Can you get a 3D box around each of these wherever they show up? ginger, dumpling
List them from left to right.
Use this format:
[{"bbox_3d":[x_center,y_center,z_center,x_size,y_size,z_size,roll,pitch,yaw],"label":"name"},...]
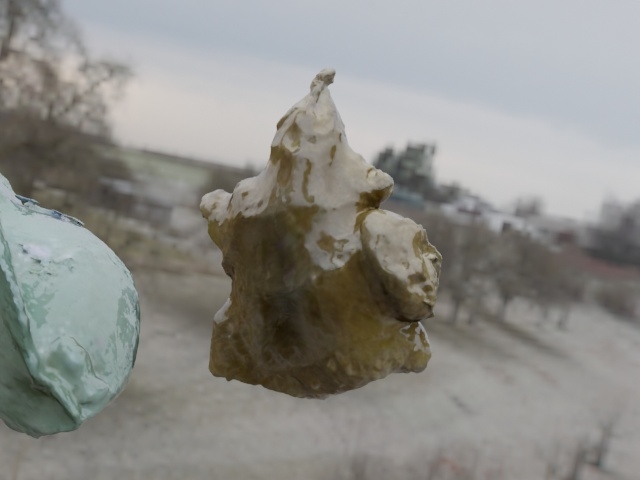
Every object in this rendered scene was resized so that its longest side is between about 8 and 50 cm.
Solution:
[{"bbox_3d":[-0.152,0.025,0.938,0.105,0.149,0.217,5,6,-7],"label":"dumpling"},{"bbox_3d":[0.000,0.000,1.376,0.219,0.270,0.123,10,20,23],"label":"ginger"}]
